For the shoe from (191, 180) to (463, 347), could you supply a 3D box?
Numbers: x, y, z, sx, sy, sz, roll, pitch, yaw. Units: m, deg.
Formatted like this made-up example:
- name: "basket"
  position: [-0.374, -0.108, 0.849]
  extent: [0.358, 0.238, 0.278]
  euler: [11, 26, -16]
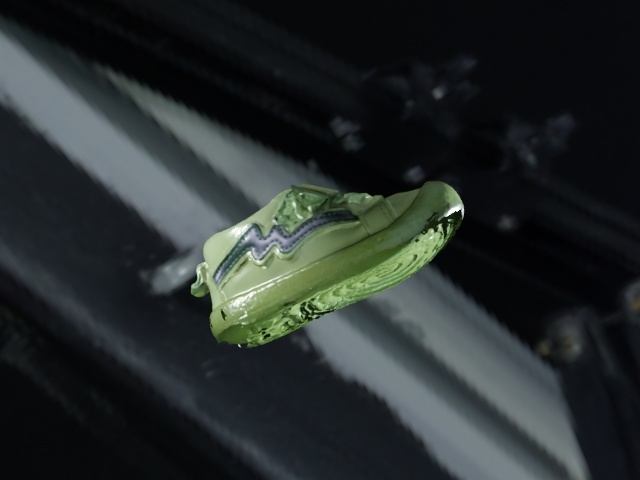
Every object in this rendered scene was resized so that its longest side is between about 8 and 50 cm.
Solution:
- name: "shoe"
  position: [0.004, 0.006, 1.727]
  extent: [0.128, 0.262, 0.140]
  euler: [60, -177, 2]
